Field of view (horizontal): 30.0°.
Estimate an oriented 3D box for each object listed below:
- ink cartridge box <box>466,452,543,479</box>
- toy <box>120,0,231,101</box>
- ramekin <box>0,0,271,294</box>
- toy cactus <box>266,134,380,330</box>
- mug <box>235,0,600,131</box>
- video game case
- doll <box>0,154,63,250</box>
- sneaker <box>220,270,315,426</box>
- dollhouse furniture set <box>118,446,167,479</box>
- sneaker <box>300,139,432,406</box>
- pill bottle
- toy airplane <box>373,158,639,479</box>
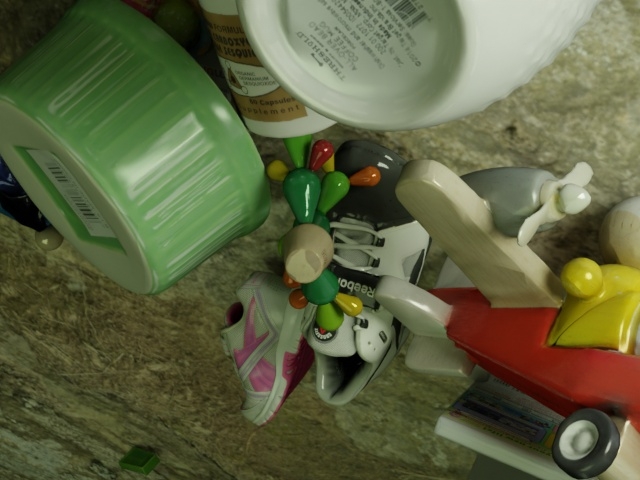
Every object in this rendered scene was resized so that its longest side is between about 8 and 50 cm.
[{"bbox_3d":[0.270,0.409,1.434,0.129,0.223,0.307,-4,126,33],"label":"ink cartridge box"},{"bbox_3d":[-0.169,-0.241,1.223,0.137,0.056,0.237,18,135,17],"label":"toy"},{"bbox_3d":[-0.209,-0.087,1.238,0.303,0.148,0.303,39,157,20],"label":"ramekin"},{"bbox_3d":[0.000,0.000,1.161,0.112,0.180,0.219,2,108,3],"label":"toy cactus"},{"bbox_3d":[0.058,-0.275,0.858,0.276,0.328,0.374,-16,119,39],"label":"mug"},{"bbox_3d":[0.243,0.208,1.252,0.212,0.193,0.023,21,105,18],"label":"video game case"},{"bbox_3d":[-0.374,-0.062,1.512,0.129,0.046,0.189,4,130,29],"label":"doll"},{"bbox_3d":[-0.067,0.125,1.475,0.111,0.103,0.252,28,131,11],"label":"sneaker"},{"bbox_3d":[-0.252,0.392,1.843,0.058,0.076,0.152,4,130,44],"label":"dollhouse furniture set"},{"bbox_3d":[0.042,0.050,1.302,0.122,0.146,0.330,15,132,21],"label":"sneaker"},{"bbox_3d":[-0.045,-0.222,1.111,0.131,0.131,0.229,3,130,28],"label":"pill bottle"},{"bbox_3d":[0.243,0.069,1.153,0.384,0.272,0.386,36,176,11],"label":"toy airplane"}]
